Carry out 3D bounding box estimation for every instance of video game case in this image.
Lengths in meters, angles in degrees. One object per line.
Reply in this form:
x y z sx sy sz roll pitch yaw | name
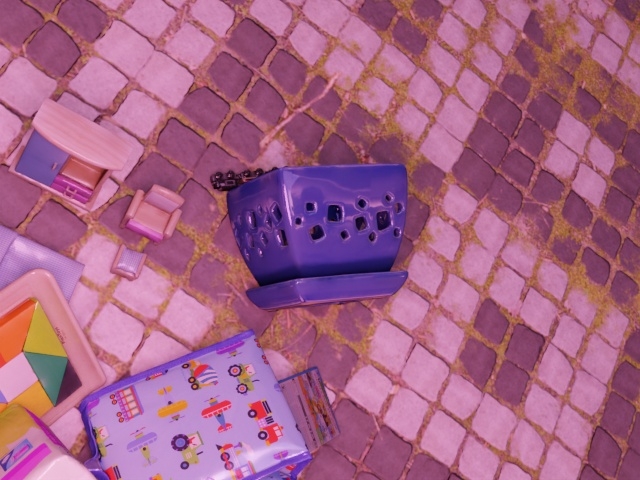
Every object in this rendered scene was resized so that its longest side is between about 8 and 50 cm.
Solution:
-0.022 0.269 1.461 0.166 0.015 0.119 -3 72 -68 | video game case

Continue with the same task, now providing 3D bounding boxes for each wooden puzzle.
-0.425 0.187 1.260 0.239 0.044 0.220 -37 125 -29 | wooden puzzle

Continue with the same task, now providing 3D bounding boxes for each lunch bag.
-0.196 0.286 1.326 0.293 0.138 0.221 -14 59 -25 | lunch bag

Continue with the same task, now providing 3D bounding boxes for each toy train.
-0.113 -0.104 1.580 0.158 0.027 0.036 -8 82 -29 | toy train

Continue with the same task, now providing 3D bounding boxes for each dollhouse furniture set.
-0.368 0.010 1.313 0.286 0.198 0.303 28 64 -17 | dollhouse furniture set

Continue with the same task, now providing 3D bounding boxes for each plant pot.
0.000 0.000 1.494 0.236 0.236 0.212 -3 83 -28 | plant pot

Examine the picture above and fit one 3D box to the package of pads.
-0.430 0.354 1.130 0.296 0.229 0.101 -45 118 -18 | package of pads
